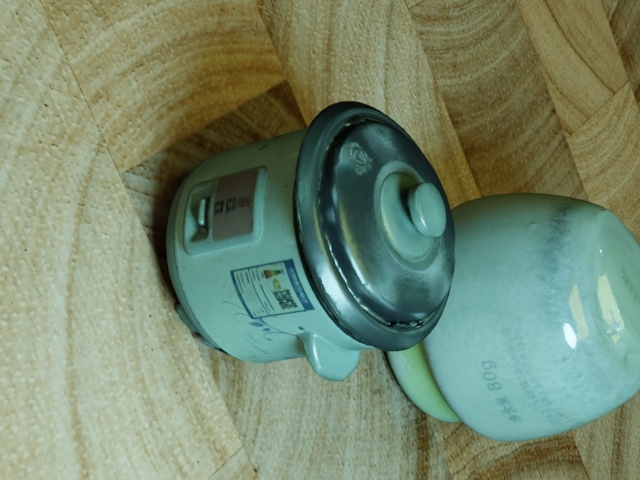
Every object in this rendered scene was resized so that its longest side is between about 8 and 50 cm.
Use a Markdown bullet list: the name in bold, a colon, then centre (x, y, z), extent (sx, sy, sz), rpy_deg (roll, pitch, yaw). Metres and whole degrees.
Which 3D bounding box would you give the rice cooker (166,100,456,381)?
- **rice cooker**: centre (0.000, 0.000, 1.326), extent (0.264, 0.316, 0.317), rpy_deg (31, 57, -44)

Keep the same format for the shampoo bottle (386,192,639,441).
- **shampoo bottle**: centre (0.263, 0.097, 1.614), extent (0.322, 0.317, 0.322), rpy_deg (14, 71, -47)
